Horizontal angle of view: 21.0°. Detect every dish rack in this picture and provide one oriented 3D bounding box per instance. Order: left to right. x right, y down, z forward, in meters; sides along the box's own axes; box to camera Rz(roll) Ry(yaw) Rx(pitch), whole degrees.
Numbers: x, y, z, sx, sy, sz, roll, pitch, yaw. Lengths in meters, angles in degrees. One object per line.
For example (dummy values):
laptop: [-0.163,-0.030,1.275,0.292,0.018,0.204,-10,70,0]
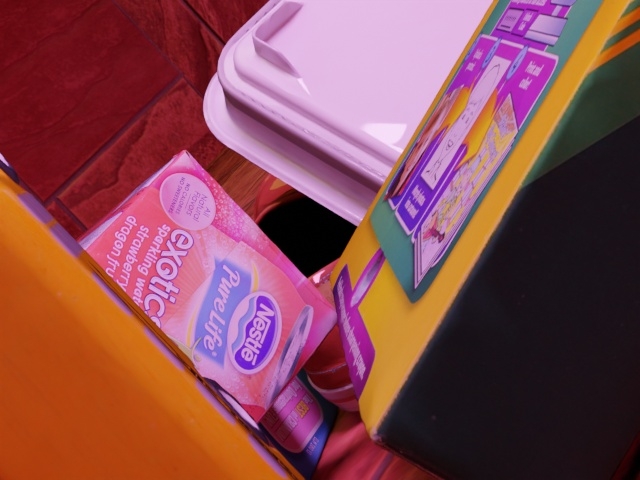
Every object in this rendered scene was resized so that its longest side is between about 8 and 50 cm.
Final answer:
dish rack: [0.106,-0.151,1.171,0.333,0.285,0.072,-45,-33,-22]

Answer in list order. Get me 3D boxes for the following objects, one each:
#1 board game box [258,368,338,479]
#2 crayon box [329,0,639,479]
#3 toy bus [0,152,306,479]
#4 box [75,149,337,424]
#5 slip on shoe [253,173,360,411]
board game box: [-0.119,0.212,1.061,0.242,0.064,0.316,-40,8,21]
crayon box: [0.131,-0.058,0.840,0.313,0.106,0.363,-59,7,7]
toy bus: [-0.117,0.075,0.800,0.108,0.332,0.130,-43,7,-2]
box: [-0.148,0.094,1.072,0.300,0.142,0.154,-35,11,47]
slip on shoe: [0.000,0.000,1.218,0.123,0.101,0.331,-36,23,9]
